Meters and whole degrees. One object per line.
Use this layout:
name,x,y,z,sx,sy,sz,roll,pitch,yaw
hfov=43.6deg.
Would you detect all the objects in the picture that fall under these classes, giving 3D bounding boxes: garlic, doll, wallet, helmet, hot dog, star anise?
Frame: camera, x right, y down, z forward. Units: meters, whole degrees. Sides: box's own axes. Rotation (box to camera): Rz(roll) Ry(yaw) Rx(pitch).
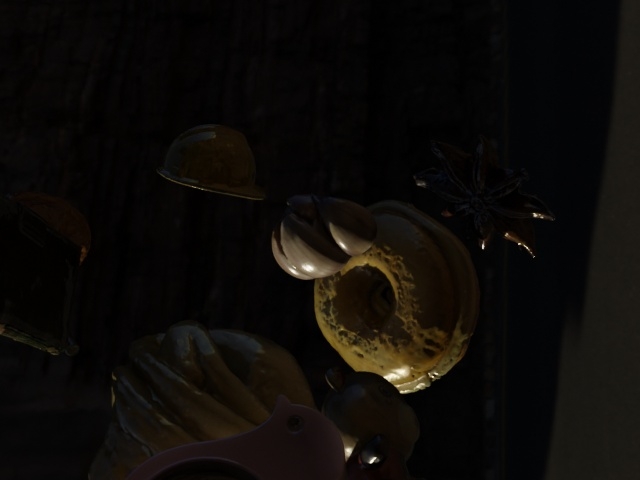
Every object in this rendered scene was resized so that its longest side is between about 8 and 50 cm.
garlic,0.000,0.000,1.626,0.214,0.191,0.160,-5,57,63
doll,0.099,0.376,1.367,0.235,0.174,0.329,43,-156,-41
wallet,-0.386,0.041,1.013,0.317,0.044,0.168,72,-162,-73
helmet,-0.235,-0.192,1.819,0.205,0.257,0.140,-100,21,-75
hot dog,-0.540,0.009,1.471,0.196,0.122,0.272,-67,-13,16
star anise,0.291,-0.089,1.358,0.102,0.272,0.272,-48,-19,-28

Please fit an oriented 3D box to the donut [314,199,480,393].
donut,0.168,0.123,1.819,0.449,0.198,0.448,-4,85,47

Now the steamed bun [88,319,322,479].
steamed bun,-0.110,0.263,0.997,0.230,0.325,0.372,-44,36,34

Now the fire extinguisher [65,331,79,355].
fire extinguisher,-0.417,0.160,1.301,0.083,0.028,0.022,35,155,50

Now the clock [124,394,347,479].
clock,-0.059,0.304,0.713,0.290,0.275,0.080,50,159,29
